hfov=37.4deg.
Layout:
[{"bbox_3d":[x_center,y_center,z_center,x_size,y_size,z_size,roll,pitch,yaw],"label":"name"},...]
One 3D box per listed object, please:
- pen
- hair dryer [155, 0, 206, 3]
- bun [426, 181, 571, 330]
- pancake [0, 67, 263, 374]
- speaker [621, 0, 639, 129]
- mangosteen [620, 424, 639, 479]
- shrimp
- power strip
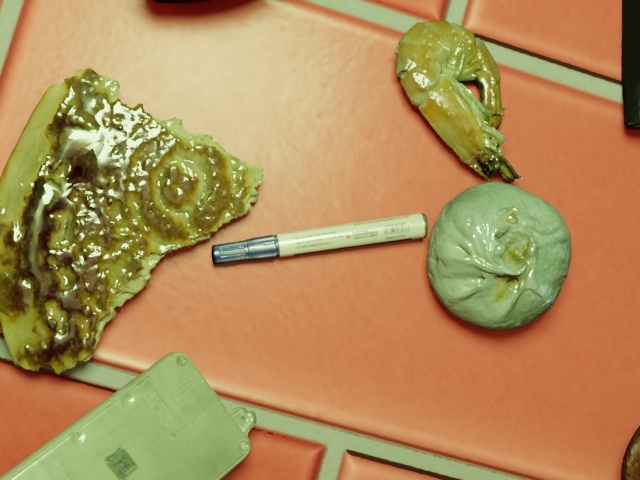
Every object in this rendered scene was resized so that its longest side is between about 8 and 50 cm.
[{"bbox_3d":[0.000,0.000,0.884,0.204,0.025,0.025,-8,88,-8],"label":"pen"},{"bbox_3d":[-0.081,-0.381,0.757,0.312,0.123,0.340,-31,128,9],"label":"hair dryer"},{"bbox_3d":[0.169,0.015,0.877,0.141,0.083,0.141,0,89,-11],"label":"bun"},{"bbox_3d":[-0.172,-0.021,0.855,0.244,0.057,0.266,-4,92,-14],"label":"pancake"},{"bbox_3d":[0.399,-0.234,0.847,0.184,0.232,0.254,2,86,-7],"label":"speaker"},{"bbox_3d":[0.373,0.222,0.864,0.181,0.146,0.156,10,83,-8],"label":"mangosteen"},{"bbox_3d":[0.140,-0.132,0.908,0.099,0.041,0.180,-34,91,-23],"label":"shrimp"},{"bbox_3d":[-0.176,0.203,0.793,0.270,0.046,0.118,-36,90,-33],"label":"power strip"}]
